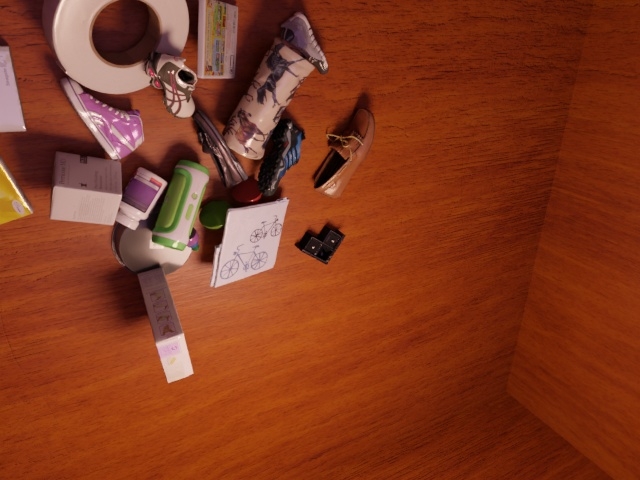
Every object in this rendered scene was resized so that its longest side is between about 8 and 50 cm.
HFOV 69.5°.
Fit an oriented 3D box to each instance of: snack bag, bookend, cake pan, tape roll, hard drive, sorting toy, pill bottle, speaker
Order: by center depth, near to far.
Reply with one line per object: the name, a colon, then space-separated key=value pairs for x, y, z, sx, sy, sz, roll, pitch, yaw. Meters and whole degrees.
hard drive: x=-1.018 y=-0.405 z=1.239 sx=0.353 sy=0.047 sz=0.233 roll=-10 pitch=117 yaw=-27
tape roll: x=-0.554 y=-0.591 z=1.281 sx=0.392 sy=0.072 sz=0.392 roll=-36 pitch=159 yaw=-16
pill bottle: x=-0.606 y=-0.137 z=1.540 sx=0.108 sy=0.108 sz=0.193 roll=34 pitch=80 yaw=-36
speaker: x=-0.478 y=-0.120 z=1.582 sx=0.131 sy=0.131 sz=0.296 roll=22 pitch=78 yaw=-35
cake pan: x=-0.595 y=0.008 z=1.671 sx=0.293 sy=0.054 sz=0.293 roll=-12 pitch=117 yaw=-25
sorting toy: x=-0.357 y=-0.080 z=1.731 sx=0.365 sy=0.127 sz=0.126 roll=-41 pitch=150 yaw=-20
snack bag: x=-0.271 y=0.001 z=1.776 sx=0.323 sy=0.037 sz=0.342 roll=-17 pitch=131 yaw=-47
bookend: x=0.000 y=0.000 z=1.998 sx=0.156 sy=0.072 sz=0.157 roll=31 pitch=95 yaw=-36

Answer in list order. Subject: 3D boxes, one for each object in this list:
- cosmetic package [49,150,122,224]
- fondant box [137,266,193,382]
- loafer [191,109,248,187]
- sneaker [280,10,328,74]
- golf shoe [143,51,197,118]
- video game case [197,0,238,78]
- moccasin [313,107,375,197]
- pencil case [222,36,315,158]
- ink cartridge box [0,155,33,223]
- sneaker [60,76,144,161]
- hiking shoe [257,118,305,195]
cosmetic package: x=-0.726 y=-0.158 z=1.427 sx=0.184 sy=0.151 sz=0.151 roll=6 pitch=140 yaw=-33
fondant box: x=-0.548 y=0.292 z=1.626 sx=0.096 sy=0.330 sz=0.238 roll=-17 pitch=136 yaw=-21
loafer: x=-0.367 y=-0.311 z=1.625 sx=0.095 sy=0.109 sz=0.302 roll=-36 pitch=128 yaw=-5
sneaker: x=-0.073 y=-0.676 z=1.643 sx=0.132 sy=0.086 sz=0.228 roll=-34 pitch=115 yaw=-7
golf shoe: x=-0.435 y=-0.468 z=1.434 sx=0.120 sy=0.273 sz=0.105 roll=2 pitch=73 yaw=8
video game case: x=-0.325 y=-0.634 z=1.463 sx=0.206 sy=0.026 sz=0.226 roll=-45 pitch=146 yaw=-64
moccasin: x=0.090 y=-0.357 z=1.855 sx=0.147 sy=0.139 sz=0.380 roll=18 pitch=112 yaw=-44
pencil case: x=-0.177 y=-0.483 z=1.580 sx=0.160 sy=0.183 sz=0.410 roll=35 pitch=105 yaw=5
ink cartridge box: x=-1.047 y=-0.152 z=1.299 sx=0.307 sy=0.072 sz=0.303 roll=-27 pitch=135 yaw=-21
sneaker: x=-0.657 y=-0.399 z=1.425 sx=0.161 sy=0.102 sz=0.282 roll=-37 pitch=136 yaw=-14
hiking shoe: x=-0.133 y=-0.297 z=1.721 sx=0.132 sy=0.113 sz=0.304 roll=25 pitch=79 yaw=-42
